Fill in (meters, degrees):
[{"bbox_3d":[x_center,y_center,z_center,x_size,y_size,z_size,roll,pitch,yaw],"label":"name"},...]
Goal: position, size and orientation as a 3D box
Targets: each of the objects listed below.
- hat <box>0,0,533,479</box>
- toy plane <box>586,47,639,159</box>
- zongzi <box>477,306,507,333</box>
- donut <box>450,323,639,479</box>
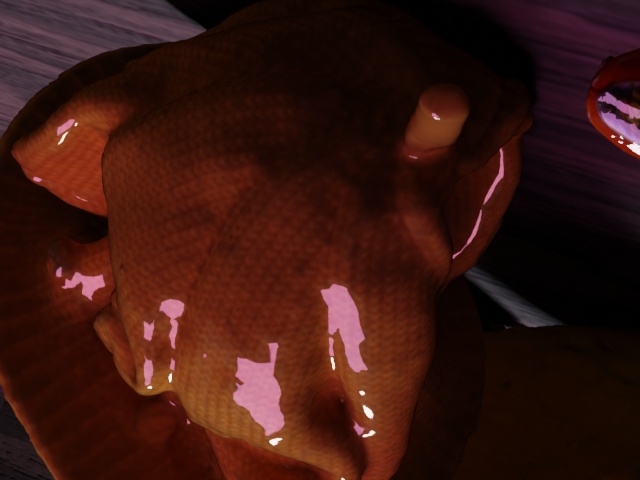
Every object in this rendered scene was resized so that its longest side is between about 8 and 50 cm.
[{"bbox_3d":[0.000,0.000,0.667,0.233,0.244,0.233,21,155,-13],"label":"hat"},{"bbox_3d":[0.168,-0.026,0.506,0.194,0.126,0.077,-6,-153,-8],"label":"toy plane"},{"bbox_3d":[0.055,0.081,1.035,0.104,0.113,0.052,36,170,-38],"label":"zongzi"},{"bbox_3d":[0.132,0.216,0.807,0.435,0.377,0.163,36,136,27],"label":"donut"}]
